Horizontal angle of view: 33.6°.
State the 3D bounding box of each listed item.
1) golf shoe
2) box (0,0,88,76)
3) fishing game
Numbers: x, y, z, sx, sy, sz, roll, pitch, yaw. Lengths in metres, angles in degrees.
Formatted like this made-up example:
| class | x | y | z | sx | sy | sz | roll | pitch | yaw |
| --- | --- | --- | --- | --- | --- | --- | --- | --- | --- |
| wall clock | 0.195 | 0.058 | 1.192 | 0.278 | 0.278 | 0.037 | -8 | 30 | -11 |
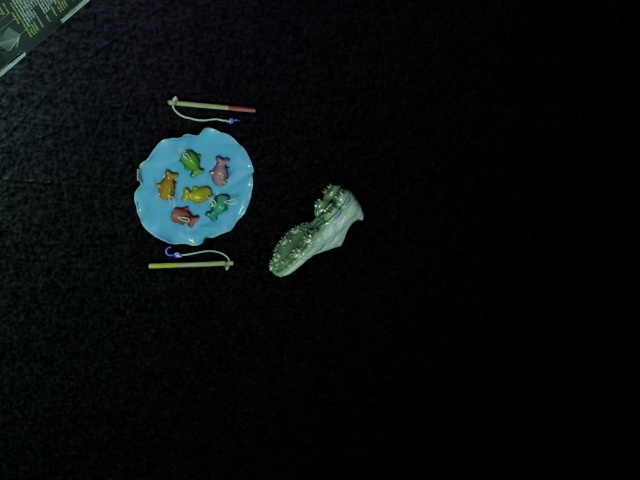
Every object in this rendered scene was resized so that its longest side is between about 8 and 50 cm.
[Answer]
| class | x | y | z | sx | sy | sz | roll | pitch | yaw |
| --- | --- | --- | --- | --- | --- | --- | --- | --- | --- |
| golf shoe | 0.000 | 0.000 | 1.653 | 0.176 | 0.069 | 0.086 | -46 | 129 | 1 |
| box | -0.431 | -0.383 | 1.172 | 0.318 | 0.097 | 0.395 | -54 | 131 | -33 |
| fishing game | -0.180 | -0.075 | 1.547 | 0.189 | 0.041 | 0.264 | 3 | 111 | -29 |
